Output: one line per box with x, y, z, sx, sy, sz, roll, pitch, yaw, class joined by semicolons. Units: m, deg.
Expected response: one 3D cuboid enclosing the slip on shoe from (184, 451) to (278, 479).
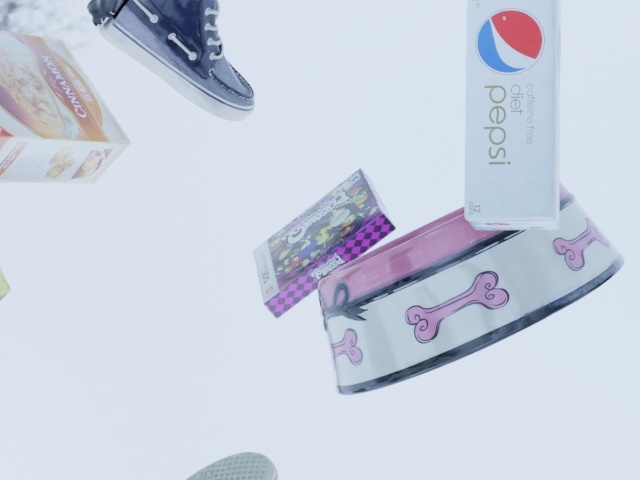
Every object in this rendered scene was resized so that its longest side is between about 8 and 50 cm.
-0.174;0.415;1.506;0.101;0.331;0.123;43;-3;-40;slip on shoe

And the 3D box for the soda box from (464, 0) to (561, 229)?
0.158;-0.118;0.926;0.069;0.073;0.216;24;67;-74;soda box

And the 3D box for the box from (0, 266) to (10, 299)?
-0.315;0.043;0.698;0.232;0.087;0.058;-9;-65;20;box

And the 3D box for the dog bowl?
0.175;0.046;1.475;0.150;0.408;0.408;65;-27;-1;dog bowl

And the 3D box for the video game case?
0.000;0.000;1.790;0.042;0.232;0.210;49;9;-23;video game case

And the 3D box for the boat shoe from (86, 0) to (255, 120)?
-0.197;-0.329;1.841;0.158;0.340;0.127;-41;-137;22;boat shoe

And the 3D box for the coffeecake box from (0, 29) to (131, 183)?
-0.292;-0.127;1.069;0.068;0.185;0.142;-43;-109;26;coffeecake box
